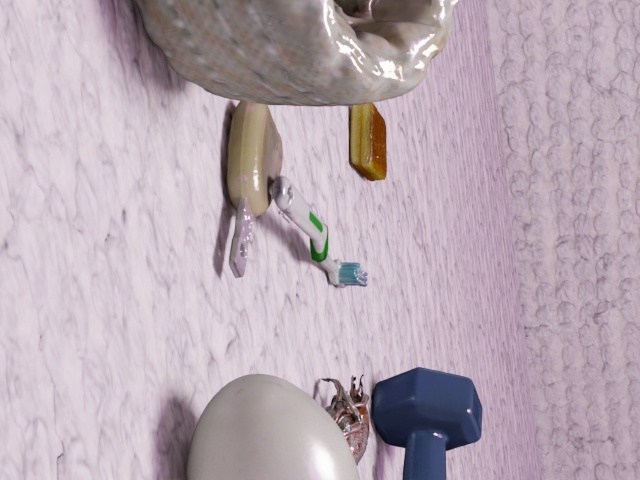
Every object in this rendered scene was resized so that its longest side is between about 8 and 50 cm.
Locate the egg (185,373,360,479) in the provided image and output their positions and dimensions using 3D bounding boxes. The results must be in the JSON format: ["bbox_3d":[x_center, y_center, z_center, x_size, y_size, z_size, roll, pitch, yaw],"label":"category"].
[{"bbox_3d":[-0.040,0.213,1.213,0.151,0.151,0.209,-58,141,-66],"label":"egg"}]

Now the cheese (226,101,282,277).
[{"bbox_3d":[-0.071,-0.046,1.390,0.097,0.037,0.192,67,24,-50],"label":"cheese"}]

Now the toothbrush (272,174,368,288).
[{"bbox_3d":[-0.005,0.000,1.586,0.418,0.040,0.042,48,44,-70],"label":"toothbrush"}]

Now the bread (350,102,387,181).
[{"bbox_3d":[0.066,-0.134,1.934,0.094,0.035,0.090,39,49,-71],"label":"bread"}]

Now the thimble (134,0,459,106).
[{"bbox_3d":[-0.014,-0.265,1.209,0.291,0.195,0.291,-6,97,-52],"label":"thimble"}]

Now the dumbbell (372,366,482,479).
[{"bbox_3d":[0.137,0.333,1.861,0.144,0.160,0.325,119,-20,-55],"label":"dumbbell"}]

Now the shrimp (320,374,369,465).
[{"bbox_3d":[0.023,0.211,1.621,0.073,0.075,0.190,46,37,-16],"label":"shrimp"}]
